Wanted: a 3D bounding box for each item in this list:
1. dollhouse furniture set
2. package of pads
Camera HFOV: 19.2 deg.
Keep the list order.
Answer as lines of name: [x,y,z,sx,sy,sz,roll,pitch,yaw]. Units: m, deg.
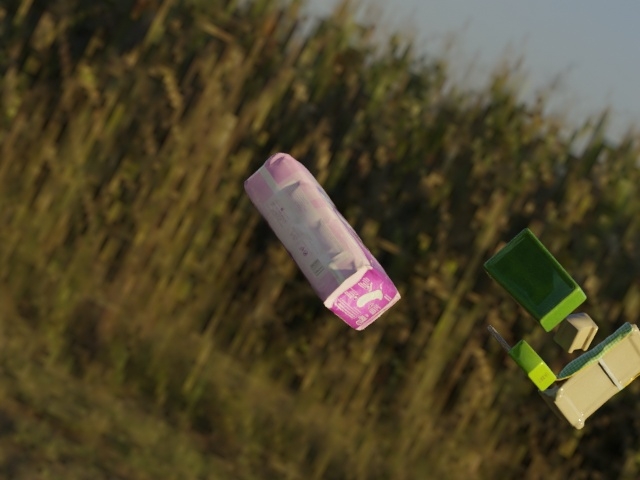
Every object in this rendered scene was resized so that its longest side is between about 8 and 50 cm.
dollhouse furniture set: [0.154,0.057,1.214,0.058,0.076,0.152,50,1,36]
package of pads: [0.000,0.000,0.914,0.083,0.032,0.050,54,7,30]
